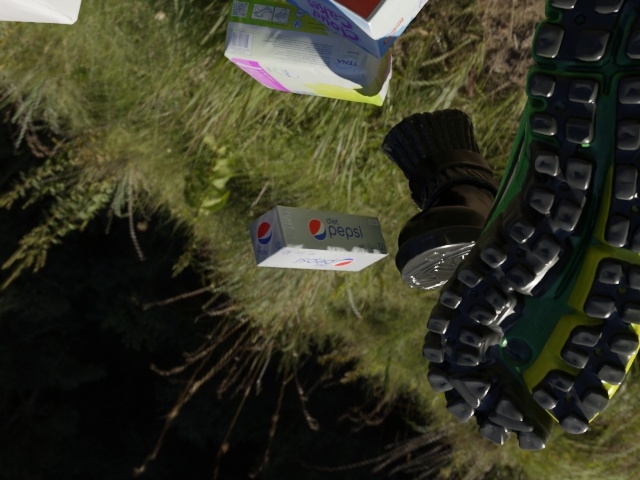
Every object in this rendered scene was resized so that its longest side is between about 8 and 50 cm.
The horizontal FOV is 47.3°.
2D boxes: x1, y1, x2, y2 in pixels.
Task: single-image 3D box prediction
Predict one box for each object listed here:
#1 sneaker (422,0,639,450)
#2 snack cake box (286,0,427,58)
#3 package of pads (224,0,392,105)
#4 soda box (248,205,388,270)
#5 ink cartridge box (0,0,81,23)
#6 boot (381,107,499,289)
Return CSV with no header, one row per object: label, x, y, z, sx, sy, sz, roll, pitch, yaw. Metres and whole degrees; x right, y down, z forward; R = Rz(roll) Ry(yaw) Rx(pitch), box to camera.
sneaker,0.165,-0.054,0.409,0.134,0.146,0.344,31,118,11
snack cake box,0.016,-0.373,0.939,0.264,0.152,0.089,38,176,21
package of pads,-0.003,-0.294,1.176,0.229,0.296,0.101,11,94,10
soda box,0.000,0.000,1.468,0.286,0.091,0.098,4,154,-43
ink cartridge box,-0.171,-0.216,0.352,0.148,0.203,0.086,15,-178,36
boot,0.166,-0.072,1.039,0.131,0.348,0.260,-31,73,26
